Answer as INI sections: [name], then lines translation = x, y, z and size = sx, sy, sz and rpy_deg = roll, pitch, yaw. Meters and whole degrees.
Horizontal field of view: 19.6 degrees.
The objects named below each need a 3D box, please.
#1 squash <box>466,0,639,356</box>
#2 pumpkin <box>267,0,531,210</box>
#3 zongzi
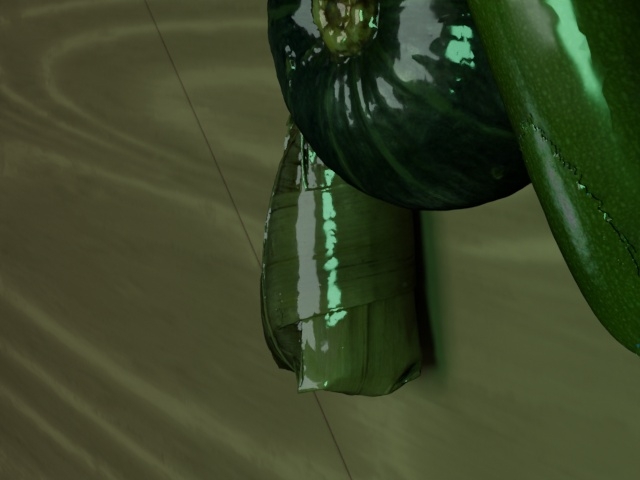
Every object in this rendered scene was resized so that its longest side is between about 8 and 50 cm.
[squash]
translation = 0.089, -0.105, 0.649
size = 0.087, 0.087, 0.331
rpy_deg = -4, 104, 69
[pumpkin]
translation = 0.051, -0.095, 0.766
size = 0.167, 0.125, 0.167
rpy_deg = 24, 123, 43
[zongzi]
translation = 0.000, 0.000, 1.009
size = 0.176, 0.078, 0.160
rpy_deg = -169, 79, -77
